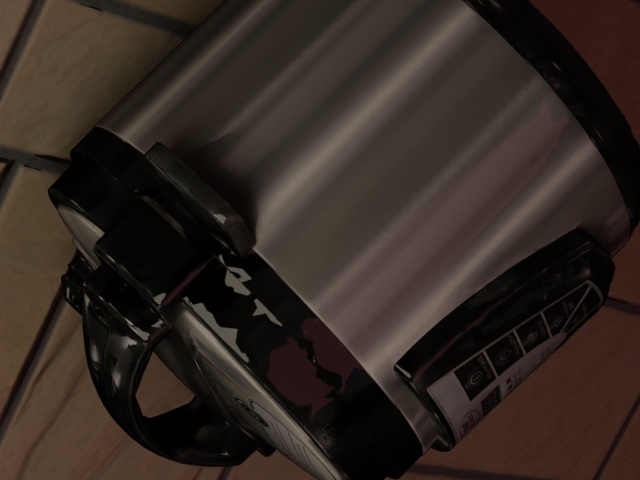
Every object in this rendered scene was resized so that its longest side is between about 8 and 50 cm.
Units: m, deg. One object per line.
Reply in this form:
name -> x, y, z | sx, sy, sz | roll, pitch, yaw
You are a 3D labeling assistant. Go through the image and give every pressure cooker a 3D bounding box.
pressure cooker -> -0.004, -0.003, 1.496 | 0.420, 0.375, 0.370 | -44, 114, -10
